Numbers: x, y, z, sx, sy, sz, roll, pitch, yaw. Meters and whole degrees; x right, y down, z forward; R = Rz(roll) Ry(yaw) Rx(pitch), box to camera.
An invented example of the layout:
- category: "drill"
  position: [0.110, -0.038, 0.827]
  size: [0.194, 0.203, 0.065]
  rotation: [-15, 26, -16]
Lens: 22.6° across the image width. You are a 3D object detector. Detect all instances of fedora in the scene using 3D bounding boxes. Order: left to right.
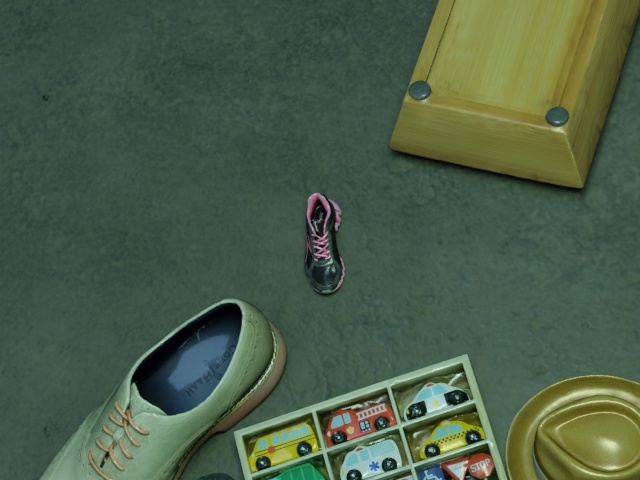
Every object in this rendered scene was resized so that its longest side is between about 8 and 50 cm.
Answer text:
- category: "fedora"
  position: [0.281, 0.210, 1.623]
  size: [0.194, 0.079, 0.194]
  rotation: [-6, 62, 11]

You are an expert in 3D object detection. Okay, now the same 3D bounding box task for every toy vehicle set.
- category: "toy vehicle set"
  position: [0.055, 0.241, 1.688]
  size: [0.267, 0.035, 0.166]
  rotation: [-19, 64, 4]

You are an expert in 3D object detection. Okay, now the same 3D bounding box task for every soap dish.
- category: "soap dish"
  position: [0.224, -0.217, 1.805]
  size: [0.229, 0.118, 0.290]
  rotation: [14, 69, 18]

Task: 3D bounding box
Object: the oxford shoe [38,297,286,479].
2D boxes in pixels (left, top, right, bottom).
- category: "oxford shoe"
  position: [-0.206, 0.208, 1.699]
  size: [0.140, 0.146, 0.397]
  rotation: [36, 80, 21]

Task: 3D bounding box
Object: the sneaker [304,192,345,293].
- category: "sneaker"
  position: [0.000, 0.000, 1.795]
  size: [0.047, 0.057, 0.119]
  rotation: [-8, 67, 7]

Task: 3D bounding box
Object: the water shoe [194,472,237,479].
- category: "water shoe"
  position: [-0.165, 0.318, 1.659]
  size: [0.203, 0.080, 0.073]
  rotation: [-24, 43, -13]
